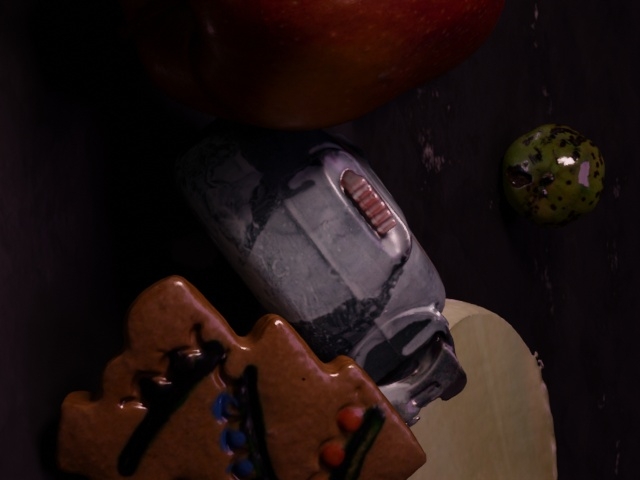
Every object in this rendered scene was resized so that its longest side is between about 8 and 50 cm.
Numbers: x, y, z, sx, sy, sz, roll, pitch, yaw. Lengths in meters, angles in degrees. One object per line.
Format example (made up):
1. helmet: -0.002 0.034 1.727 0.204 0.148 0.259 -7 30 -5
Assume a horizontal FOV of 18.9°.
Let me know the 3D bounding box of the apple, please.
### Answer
1. apple: -0.011 -0.229 1.500 0.317 0.288 0.288 -20 108 -21

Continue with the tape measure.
1. tape measure: 0.000 0.000 1.643 0.147 0.256 0.275 -37 116 -2

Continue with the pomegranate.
1. pomegranate: 0.273 -0.072 2.247 0.161 0.122 0.122 46 45 -79

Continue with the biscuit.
1. biscuit: -0.060 0.160 1.535 0.043 0.302 0.278 -115 -151 -67

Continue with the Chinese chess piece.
1. Chinese chess piece: 0.104 0.231 1.907 0.349 0.146 0.349 6 83 -58
